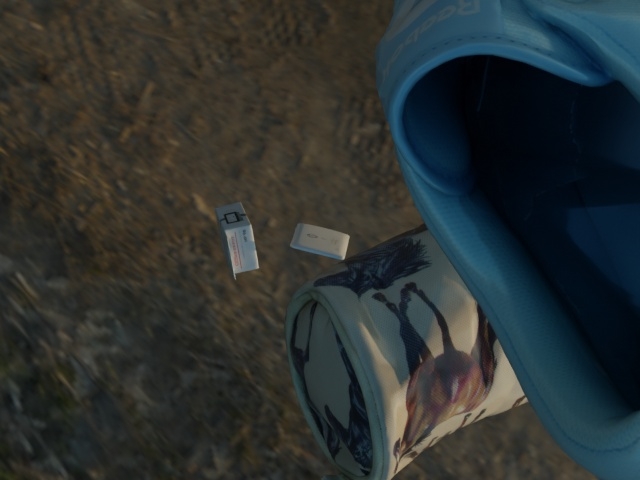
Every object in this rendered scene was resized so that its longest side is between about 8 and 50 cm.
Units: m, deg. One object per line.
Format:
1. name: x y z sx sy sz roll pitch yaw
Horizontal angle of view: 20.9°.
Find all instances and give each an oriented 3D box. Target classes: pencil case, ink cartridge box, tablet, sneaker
1. pencil case: 0.161 0.051 1.338 0.410 0.160 0.183 -22 100 -25
2. ink cartridge box: -0.080 0.000 1.690 0.028 0.083 0.048 -13 113 -7
3. tablet: 0.000 0.000 1.709 0.054 0.083 0.006 14 106 1
4. sneaker: 0.077 -0.076 0.566 0.150 0.366 0.135 14 132 -46
